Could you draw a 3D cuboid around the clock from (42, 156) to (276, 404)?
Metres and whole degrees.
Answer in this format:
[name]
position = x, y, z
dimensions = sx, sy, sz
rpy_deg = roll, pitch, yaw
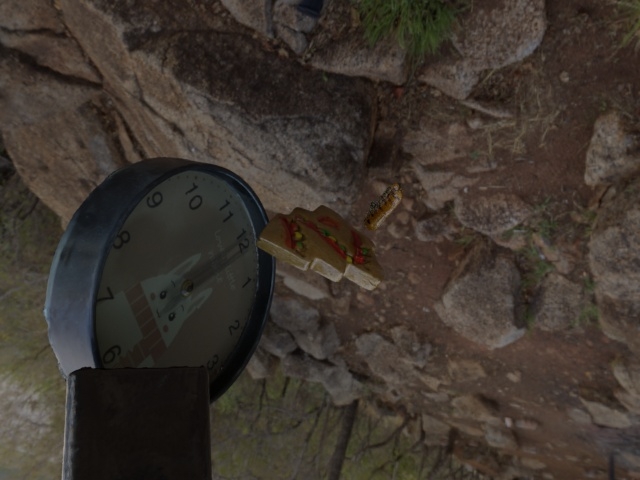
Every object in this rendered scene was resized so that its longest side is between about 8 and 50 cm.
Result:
[clock]
position = -0.199, 0.071, 0.718
dimensions = 0.076, 0.386, 0.386
rpy_deg = 8, 151, 29

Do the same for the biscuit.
[biscuit]
position = 0.000, 0.000, 0.822
dimensions = 0.238, 0.212, 0.041
rpy_deg = 4, 129, -39

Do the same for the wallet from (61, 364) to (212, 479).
[wallet]
position = -0.190, 0.296, 0.515
dimensions = 0.044, 0.321, 0.170
rpy_deg = -22, 156, 39

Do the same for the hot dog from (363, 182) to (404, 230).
[hot dog]
position = 0.108, -0.060, 0.860
dimensions = 0.037, 0.049, 0.122
rpy_deg = 23, 137, -11
